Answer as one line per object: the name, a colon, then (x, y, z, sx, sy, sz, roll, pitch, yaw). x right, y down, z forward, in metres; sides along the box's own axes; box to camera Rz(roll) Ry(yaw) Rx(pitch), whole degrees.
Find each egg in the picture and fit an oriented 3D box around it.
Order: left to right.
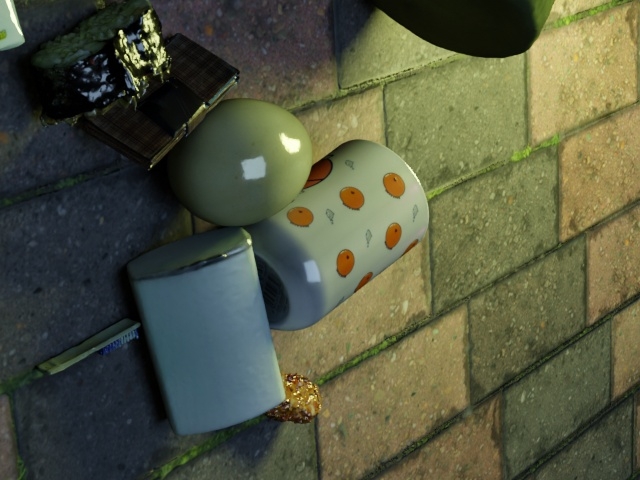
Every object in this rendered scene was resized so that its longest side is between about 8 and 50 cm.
egg: (-0.114, -0.119, 1.990, 0.253, 0.188, 0.189, -23, 116, -46)

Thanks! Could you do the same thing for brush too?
brush: (-0.331, 0.158, 1.917, 0.178, 0.033, 0.030, -29, 135, -44)

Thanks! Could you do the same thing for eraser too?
eraser: (-0.169, 0.139, 2.018, 0.189, 0.104, 0.290, -18, 117, -15)

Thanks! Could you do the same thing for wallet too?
wallet: (-0.223, -0.200, 1.888, 0.230, 0.124, 0.042, -51, 167, -39)

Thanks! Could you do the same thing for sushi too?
sushi: (-0.281, -0.237, 1.789, 0.212, 0.147, 0.115, -48, 128, -43)

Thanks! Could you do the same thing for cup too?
cup: (0.000, 0.000, 2.146, 0.317, 0.212, 0.212, -38, 127, -39)

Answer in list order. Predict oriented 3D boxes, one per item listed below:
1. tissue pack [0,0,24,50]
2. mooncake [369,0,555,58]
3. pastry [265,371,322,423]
tissue pack: (-0.512, -0.356, 1.456, 0.287, 0.162, 0.388, -35, 123, -41)
mooncake: (0.227, -0.464, 2.199, 0.356, 0.356, 0.194, 42, 68, -48)
pastry: (-0.068, 0.263, 2.254, 0.169, 0.063, 0.087, 31, 66, -45)
